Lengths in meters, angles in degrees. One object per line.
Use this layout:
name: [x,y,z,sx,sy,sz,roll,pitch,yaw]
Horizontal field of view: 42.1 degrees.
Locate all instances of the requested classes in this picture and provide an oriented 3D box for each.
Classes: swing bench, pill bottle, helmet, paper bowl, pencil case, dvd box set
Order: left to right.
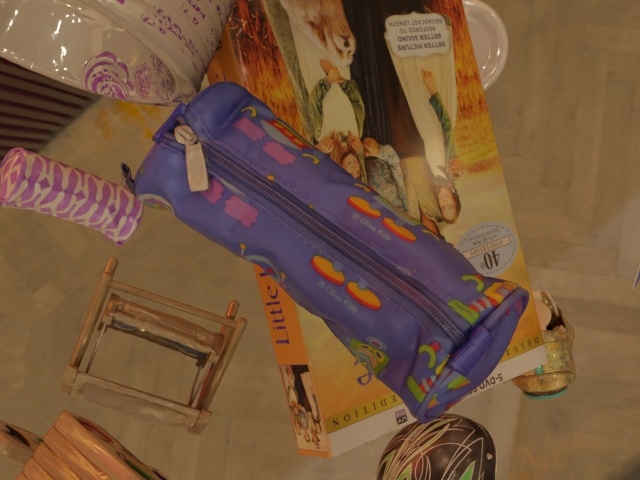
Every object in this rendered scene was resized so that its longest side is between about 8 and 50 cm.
paper bowl: [-0.204,-0.229,0.649,0.284,0.284,0.148,21,80,0]
pencil case: [-0.350,-0.059,1.159,0.206,0.086,0.088,20,92,-38]
swing bench: [-0.293,0.198,1.441,0.253,0.165,0.254,20,94,-12]
pencil case: [0.000,0.000,0.608,0.306,0.133,0.119,37,91,16]
dvd box set: [0.064,-0.036,0.829,0.308,0.062,0.420,-13,90,-35]
helmet: [0.157,0.317,1.112,0.170,0.169,0.161,-15,118,3]
pill bottle: [0.166,-0.270,1.141,0.131,0.229,0.131,-1,107,-3]

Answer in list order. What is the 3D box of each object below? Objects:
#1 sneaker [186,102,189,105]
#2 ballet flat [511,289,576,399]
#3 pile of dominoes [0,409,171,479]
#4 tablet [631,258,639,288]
sneaker: [-0.195,-0.192,1.492,0.083,0.221,0.087,24,94,-36]
ballet flat: [0.338,0.138,1.306,0.123,0.348,0.123,2,100,11]
pile of dominoes: [-0.046,0.157,0.431,0.196,0.251,0.040,28,78,34]
tablet: [0.480,0.032,1.233,0.006,0.083,0.054,28,62,26]
